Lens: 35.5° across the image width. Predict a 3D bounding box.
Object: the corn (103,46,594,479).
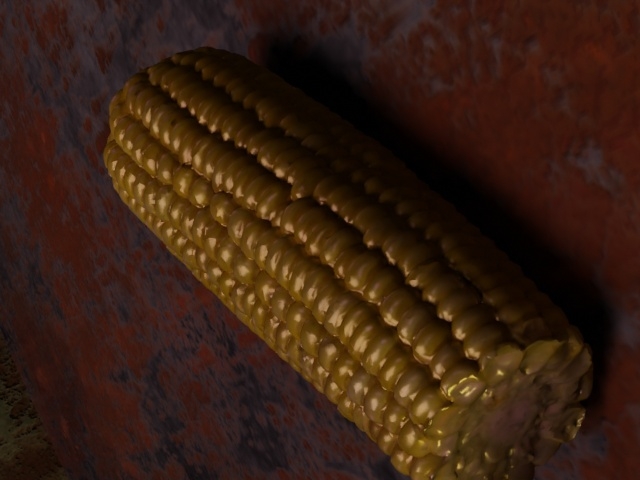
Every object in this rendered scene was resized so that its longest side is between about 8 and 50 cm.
[{"bbox_3d":[0.000,0.000,0.409,0.244,0.093,0.093,39,145,35],"label":"corn"}]
